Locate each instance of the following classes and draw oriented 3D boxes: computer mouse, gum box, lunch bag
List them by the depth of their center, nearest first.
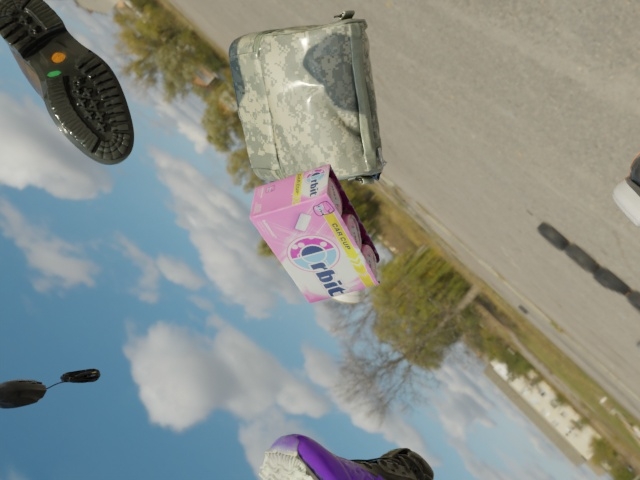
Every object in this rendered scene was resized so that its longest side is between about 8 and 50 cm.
[{"bbox_3d":[0.000,0.000,0.810,0.062,0.107,0.188,-86,-27,-45],"label":"gum box"},{"bbox_3d":[-0.006,-0.258,1.156,0.256,0.212,0.305,10,114,48],"label":"lunch bag"},{"bbox_3d":[-0.581,0.303,1.300,0.071,0.041,0.242,15,-167,33],"label":"computer mouse"}]

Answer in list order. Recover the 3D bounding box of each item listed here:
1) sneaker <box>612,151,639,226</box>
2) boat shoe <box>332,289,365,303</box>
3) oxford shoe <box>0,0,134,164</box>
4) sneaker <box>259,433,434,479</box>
[{"bbox_3d":[0.415,-0.037,0.557,0.124,0.180,0.321,5,-146,-23],"label":"sneaker"},{"bbox_3d":[0.000,-0.002,1.068,0.098,0.096,0.277,5,-147,-39],"label":"boat shoe"},{"bbox_3d":[-0.280,-0.172,0.699,0.227,0.082,0.096,55,162,12],"label":"oxford shoe"},{"bbox_3d":[0.055,0.281,0.672,0.102,0.146,0.293,-13,123,45],"label":"sneaker"}]
